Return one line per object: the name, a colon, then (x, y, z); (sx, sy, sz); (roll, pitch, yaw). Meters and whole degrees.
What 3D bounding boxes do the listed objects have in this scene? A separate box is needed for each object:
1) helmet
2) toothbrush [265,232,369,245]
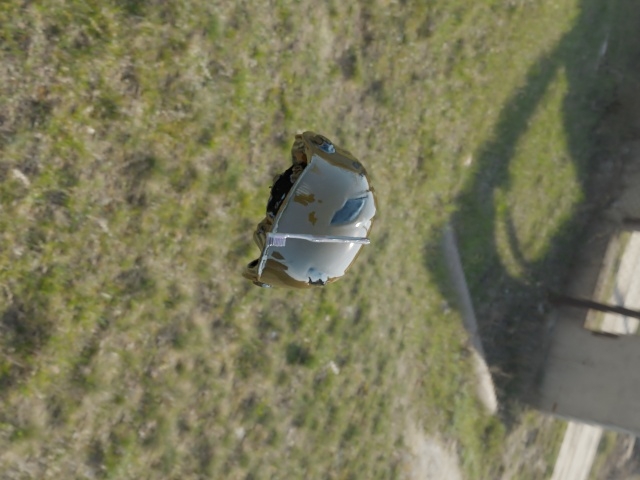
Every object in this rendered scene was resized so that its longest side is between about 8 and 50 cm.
helmet: (-0.002, -0.025, 1.039); (0.224, 0.130, 0.198); (-98, -152, -72)
toothbrush: (0.000, 0.000, 0.558); (0.097, 0.006, 0.008); (1, 100, -48)
